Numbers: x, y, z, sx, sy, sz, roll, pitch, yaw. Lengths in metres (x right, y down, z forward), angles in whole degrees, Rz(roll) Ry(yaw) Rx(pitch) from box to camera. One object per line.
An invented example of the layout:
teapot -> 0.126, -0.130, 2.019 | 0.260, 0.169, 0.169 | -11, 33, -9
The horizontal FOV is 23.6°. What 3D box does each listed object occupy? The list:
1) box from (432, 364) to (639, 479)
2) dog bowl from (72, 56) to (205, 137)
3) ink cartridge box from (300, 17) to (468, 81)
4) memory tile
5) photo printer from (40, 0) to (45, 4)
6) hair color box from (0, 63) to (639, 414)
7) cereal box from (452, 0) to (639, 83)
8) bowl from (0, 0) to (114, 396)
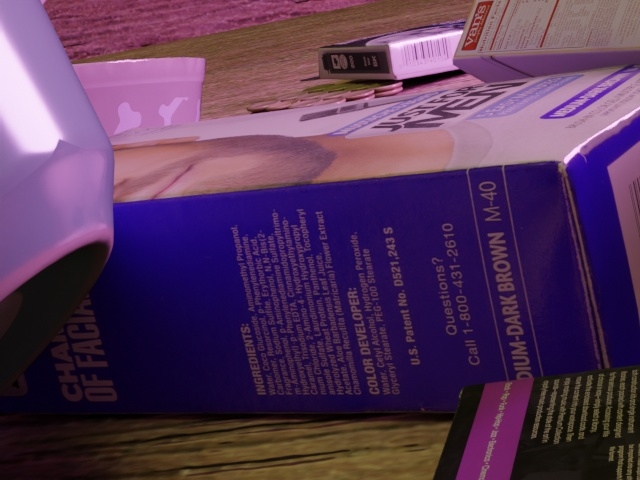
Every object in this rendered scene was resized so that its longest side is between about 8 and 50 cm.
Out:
box -> 0.117, 0.067, 0.471 | 0.162, 0.029, 0.116 | -10, 13, 16
dog bowl -> -0.252, -0.063, 1.140 | 0.349, 0.102, 0.349 | -8, 4, 0
ink cartridge box -> 0.109, -0.208, 1.659 | 0.206, 0.045, 0.208 | -14, 11, -27
memory tile -> 0.003, -0.144, 1.572 | 0.113, 0.012, 0.148 | -21, 16, -35
photo printer -> -0.284, -0.080, 0.766 | 0.256, 0.107, 0.307 | -48, -5, 40
hair color box -> 0.000, 0.000, 0.708 | 0.339, 0.110, 0.185 | -6, 15, 33
cereal box -> 0.205, -0.077, 0.790 | 0.173, 0.047, 0.240 | 25, -9, -29
bowl -> -0.195, 0.005, 0.565 | 0.311, 0.163, 0.311 | -46, -5, -5
